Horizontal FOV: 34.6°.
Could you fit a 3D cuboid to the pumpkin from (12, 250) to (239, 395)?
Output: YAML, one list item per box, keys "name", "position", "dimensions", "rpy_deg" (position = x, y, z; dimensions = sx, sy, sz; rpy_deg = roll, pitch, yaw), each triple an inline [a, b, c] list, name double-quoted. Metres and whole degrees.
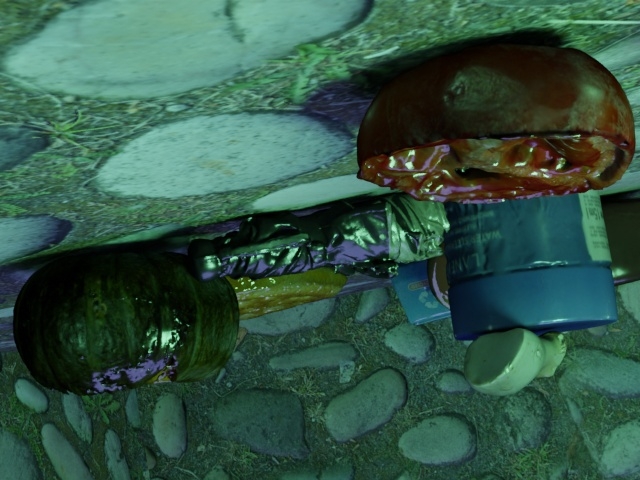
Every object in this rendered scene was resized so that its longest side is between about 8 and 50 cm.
- name: "pumpkin"
  position: [-0.269, 0.113, 1.449]
  dimensions: [0.321, 0.192, 0.320]
  rpy_deg: [-1, 177, 0]

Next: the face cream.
- name: "face cream"
  position: [0.312, 0.029, 1.562]
  dimensions: [0.249, 0.225, 0.249]
  rpy_deg: [-5, 168, -1]

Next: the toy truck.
- name: "toy truck"
  position: [0.244, 0.062, 1.983]
  dimensions: [0.146, 0.175, 0.367]
  rpy_deg: [-16, 173, 23]

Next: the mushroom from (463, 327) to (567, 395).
- name: "mushroom"
  position: [0.282, 0.175, 1.469]
  dimensions: [0.116, 0.093, 0.225]
  rpy_deg: [-33, 154, 22]

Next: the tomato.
- name: "tomato"
  position: [0.140, -0.097, 0.822]
  dimensions: [0.228, 0.101, 0.228]
  rpy_deg: [-4, 169, -1]

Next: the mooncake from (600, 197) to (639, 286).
- name: "mooncake"
  position: [0.532, 0.011, 2.005]
  dimensions: [0.334, 0.174, 0.326]
  rpy_deg: [-18, 172, 35]

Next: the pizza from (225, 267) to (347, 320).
- name: "pizza"
  position: [-0.100, 0.085, 2.002]
  dimensions: [0.269, 0.087, 0.258]
  rpy_deg: [-13, 169, 11]

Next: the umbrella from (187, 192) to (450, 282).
- name: "umbrella"
  position: [0.001, 0.006, 1.386]
  dimensions: [0.358, 0.113, 0.106]
  rpy_deg: [-9, -165, -15]

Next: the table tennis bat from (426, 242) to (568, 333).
- name: "table tennis bat"
  position: [0.341, 0.064, 1.805]
  dimensions: [0.369, 0.054, 0.224]
  rpy_deg: [32, 105, -30]
